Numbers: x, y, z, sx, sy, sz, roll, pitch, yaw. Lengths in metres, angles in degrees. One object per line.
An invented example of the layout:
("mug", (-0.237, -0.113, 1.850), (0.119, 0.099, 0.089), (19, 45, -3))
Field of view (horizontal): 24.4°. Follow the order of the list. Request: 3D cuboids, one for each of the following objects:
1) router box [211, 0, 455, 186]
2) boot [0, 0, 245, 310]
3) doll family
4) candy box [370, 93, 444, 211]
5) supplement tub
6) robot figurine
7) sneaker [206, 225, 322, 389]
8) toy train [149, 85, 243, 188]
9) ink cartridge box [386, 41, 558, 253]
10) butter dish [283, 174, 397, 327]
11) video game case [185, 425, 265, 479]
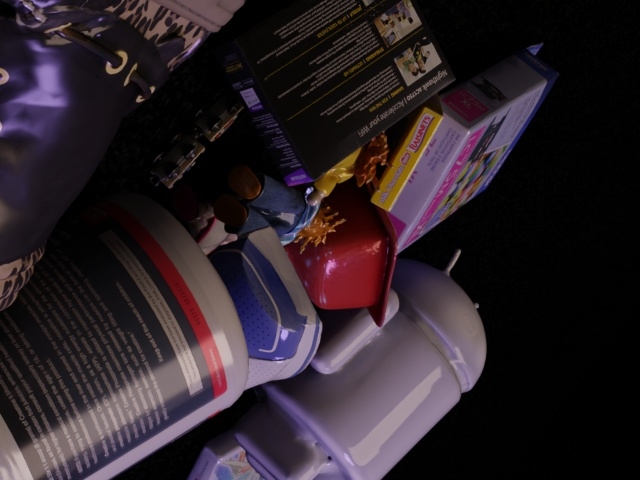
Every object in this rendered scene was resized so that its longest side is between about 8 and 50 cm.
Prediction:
("router box", (0.014, -0.147, 1.231), (0.179, 0.133, 0.046), (-36, -165, -29))
("boot", (-0.215, -0.088, 0.866), (0.284, 0.138, 0.377), (-53, 165, 13))
("doll family", (-0.021, -0.052, 1.344), (0.263, 0.118, 0.163), (-51, 158, 13))
("candy box", (0.082, -0.103, 1.452), (0.105, 0.027, 0.206), (-59, -173, 14))
("supplement tub", (-0.209, 0.100, 1.107), (0.272, 0.191, 0.191), (-30, 155, -23))
("robot figurine", (0.060, 0.161, 1.792), (0.353, 0.200, 0.300), (-43, 156, -15))
("sneaker", (-0.143, 0.113, 1.312), (0.182, 0.127, 0.315), (-25, 173, -37))
("toy train", (-0.087, -0.105, 1.250), (0.158, 0.027, 0.036), (-47, 171, -4))
("ink cartridge box", (0.167, -0.109, 1.662), (0.311, 0.065, 0.186), (-37, 161, -55))
("butter dish", (0.000, 0.000, 1.491), (0.118, 0.160, 0.160), (-14, 146, -16))
("video game case", (-0.093, 0.325, 2.023), (0.329, 0.036, 0.300), (-23, 149, -49))
